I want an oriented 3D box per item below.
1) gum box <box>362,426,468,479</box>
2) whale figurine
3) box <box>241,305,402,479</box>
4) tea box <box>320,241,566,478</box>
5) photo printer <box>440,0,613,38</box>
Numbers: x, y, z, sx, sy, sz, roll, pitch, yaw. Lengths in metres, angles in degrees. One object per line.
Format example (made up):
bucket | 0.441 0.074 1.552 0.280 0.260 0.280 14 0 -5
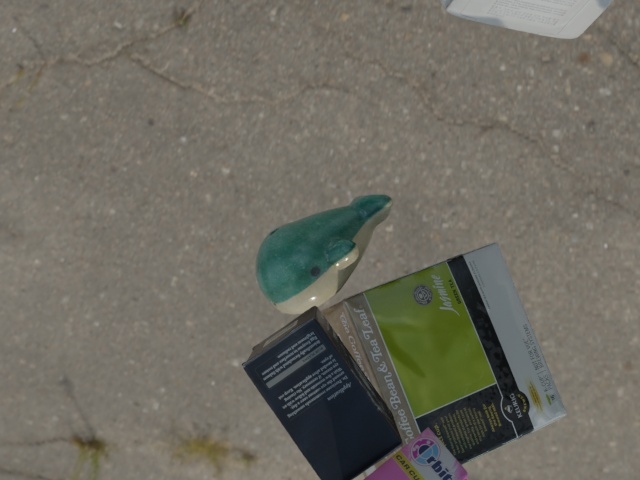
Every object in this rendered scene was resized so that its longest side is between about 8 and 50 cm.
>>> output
gum box | 0.094 0.276 1.026 0.062 0.107 0.188 48 168 26
whale figurine | 0.000 0.000 1.702 0.141 0.272 0.216 48 167 -14
box | 0.002 0.162 1.049 0.093 0.156 0.158 -34 91 1
tea box | 0.196 0.221 1.740 0.324 0.329 0.220 -18 173 -23
photo printer | 0.345 -0.430 1.458 0.256 0.107 0.307 8 159 -13
